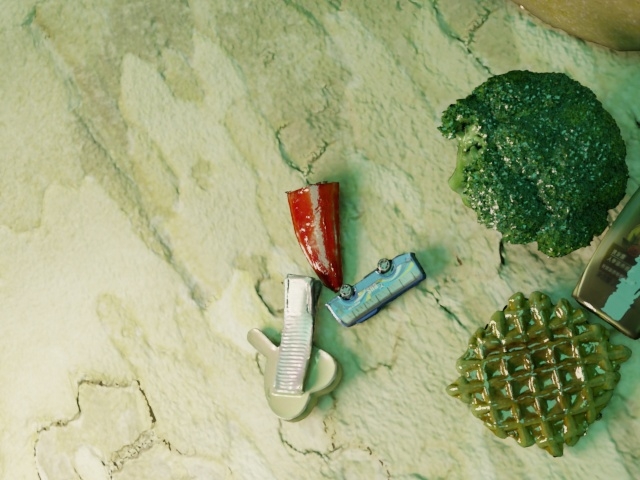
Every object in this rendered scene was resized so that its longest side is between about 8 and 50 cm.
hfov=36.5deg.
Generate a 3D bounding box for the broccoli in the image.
[{"bbox_3d":[0.290,-0.105,1.323,0.241,0.269,0.262,-30,94,47],"label":"broccoli"}]

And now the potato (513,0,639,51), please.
[{"bbox_3d":[0.362,-0.504,1.278,0.442,0.385,0.319,31,80,11],"label":"potato"}]

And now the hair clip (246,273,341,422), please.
[{"bbox_3d":[-0.045,0.163,1.465,0.159,0.071,0.219,0,77,25],"label":"hair clip"}]

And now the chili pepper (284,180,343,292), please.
[{"bbox_3d":[0.004,-0.001,1.484,0.088,0.065,0.169,-18,80,32],"label":"chili pepper"}]

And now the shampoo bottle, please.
[{"bbox_3d":[0.483,-0.036,1.308,0.125,0.084,0.350,37,93,23],"label":"shampoo bottle"}]

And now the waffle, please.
[{"bbox_3d":[0.301,0.182,1.347,0.207,0.054,0.214,32,92,21],"label":"waffle"}]

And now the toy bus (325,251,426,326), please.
[{"bbox_3d":[0.083,0.072,1.446,0.153,0.051,0.061,-35,77,10],"label":"toy bus"}]
